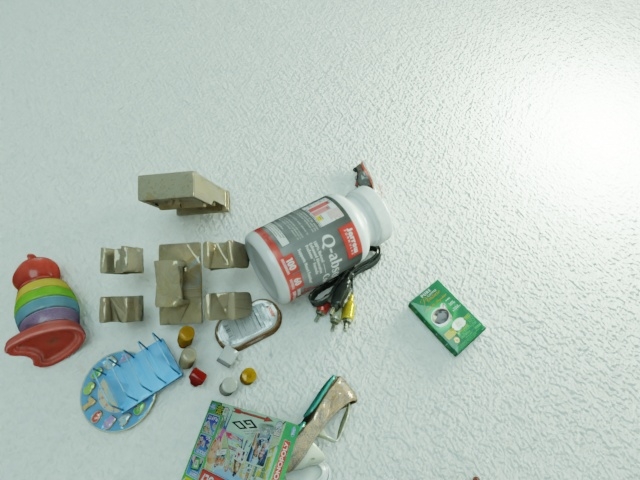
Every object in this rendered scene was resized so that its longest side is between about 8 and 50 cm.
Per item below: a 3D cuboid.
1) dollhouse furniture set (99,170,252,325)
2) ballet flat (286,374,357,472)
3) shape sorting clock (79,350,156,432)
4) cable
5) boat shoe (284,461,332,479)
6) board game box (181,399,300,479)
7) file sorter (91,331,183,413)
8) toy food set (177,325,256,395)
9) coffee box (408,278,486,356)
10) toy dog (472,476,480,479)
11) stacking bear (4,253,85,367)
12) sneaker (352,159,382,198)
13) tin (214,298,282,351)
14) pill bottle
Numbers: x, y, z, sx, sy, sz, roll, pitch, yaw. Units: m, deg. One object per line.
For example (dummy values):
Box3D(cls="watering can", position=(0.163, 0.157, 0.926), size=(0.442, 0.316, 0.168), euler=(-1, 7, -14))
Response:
Box3D(cls="dollhouse furniture set", position=(-0.375, 0.033, 1.314), size=(0.362, 0.256, 0.393), euler=(-4, 84, 9))
Box3D(cls="ballet flat", position=(-0.013, 0.454, 1.103), size=(0.106, 0.107, 0.316), euler=(43, 54, 6))
Box3D(cls="shape sorting clock", position=(-0.527, 0.391, 1.226), size=(0.206, 0.040, 0.206), euler=(-1, 64, 2))
Box3D(cls="cable", position=(0.071, 0.123, 1.332), size=(0.140, 0.072, 0.287), euler=(14, 53, 28))
Box3D(cls="boat shoe", position=(-0.101, 0.567, 1.086), size=(0.258, 0.084, 0.095), euler=(-18, 43, -6))
Box3D(cls="board game box", position=(-0.190, 0.489, 1.048), size=(0.317, 0.046, 0.213), euler=(-11, 52, 48))
Box3D(cls="file sorter", position=(-0.458, 0.328, 1.178), size=(0.170, 0.104, 0.118), euler=(-31, 68, -17))
Box3D(cls="toy food set", position=(-0.288, 0.332, 1.231), size=(0.232, 0.104, 0.111), euler=(31, 55, -3))
Box3D(cls="coffee box", position=(0.340, 0.206, 1.271), size=(0.113, 0.040, 0.184), euler=(-38, 69, -15))
Box3D(cls="toy dog", position=(0.429, 0.625, 1.009), size=(0.334, 0.220, 0.161), euler=(33, 39, 9))
Box3D(cls="stacking bear", position=(-0.758, 0.168, 1.285), size=(0.164, 0.175, 0.289), euler=(-28, 59, -8))
Box3D(cls="sneaker", position=(0.143, -0.171, 1.460), size=(0.065, 0.061, 0.157), euler=(-27, 62, 20))
Box3D(cls="tin", position=(-0.197, 0.232, 1.289), size=(0.190, 0.040, 0.106), euler=(-26, 71, -10))
Box3D(cls="pill bottle", position=(0.000, 0.000, 1.266), size=(0.363, 0.210, 0.210), euler=(-28, 67, -19))
